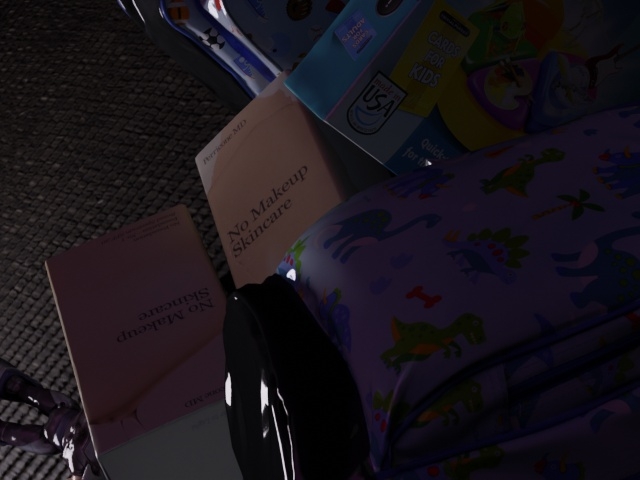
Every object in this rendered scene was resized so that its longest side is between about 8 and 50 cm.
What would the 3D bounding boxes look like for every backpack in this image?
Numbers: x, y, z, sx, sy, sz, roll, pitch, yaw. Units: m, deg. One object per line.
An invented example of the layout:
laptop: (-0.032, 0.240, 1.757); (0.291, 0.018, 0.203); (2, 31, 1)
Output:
backpack: (-0.041, -0.278, 1.400); (0.213, 0.276, 0.263); (18, 71, 45)
backpack: (0.130, 0.065, 0.846); (0.290, 0.355, 0.273); (-117, 25, -64)

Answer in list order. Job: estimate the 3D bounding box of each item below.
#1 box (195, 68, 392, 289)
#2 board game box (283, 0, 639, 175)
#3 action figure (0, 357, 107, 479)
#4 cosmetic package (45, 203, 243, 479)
box: (0.000, 0.000, 1.266); (0.148, 0.121, 0.311); (-43, 41, 18)
board game box: (0.171, -0.182, 1.109); (0.336, 0.253, 0.079); (-51, 41, 7)
action figure: (-0.273, 0.195, 1.440); (0.285, 0.099, 0.185); (15, 68, 34)
cosmetic package: (-0.148, 0.110, 1.289); (0.160, 0.113, 0.309); (-24, 36, -6)
